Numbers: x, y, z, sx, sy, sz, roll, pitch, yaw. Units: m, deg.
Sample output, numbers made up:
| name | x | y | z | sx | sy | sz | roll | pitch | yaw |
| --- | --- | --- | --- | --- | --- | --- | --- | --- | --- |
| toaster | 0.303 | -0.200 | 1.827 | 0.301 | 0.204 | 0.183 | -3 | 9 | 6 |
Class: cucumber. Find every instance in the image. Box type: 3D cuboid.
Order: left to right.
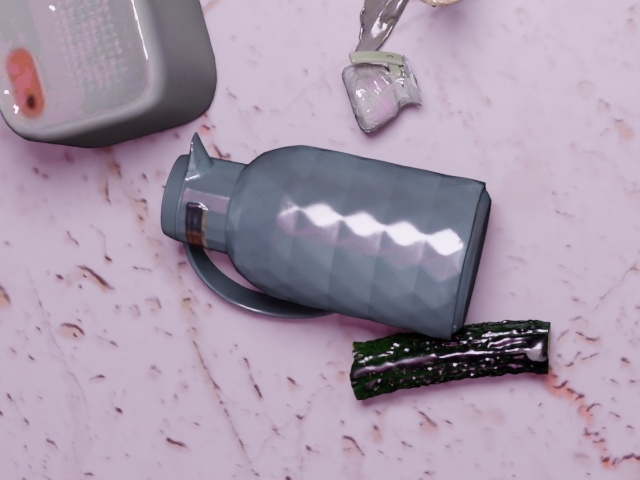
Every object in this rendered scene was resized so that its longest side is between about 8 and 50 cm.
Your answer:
| name | x | y | z | sx | sy | sz | roll | pitch | yaw |
| --- | --- | --- | --- | --- | --- | --- | --- | --- | --- |
| cucumber | 0.120 | 0.106 | 1.516 | 0.187 | 0.058 | 0.058 | -9 | 94 | 8 |

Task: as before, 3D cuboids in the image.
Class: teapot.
| name | x | y | z | sx | sy | sz | roll | pitch | yaw |
| --- | --- | --- | --- | --- | --- | --- | --- | --- | --- |
| teapot | 0.055 | -0.141 | 1.493 | 0.064 | 0.064 | 0.083 | -19 | 137 | 0 |

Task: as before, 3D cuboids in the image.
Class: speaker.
| name | x | y | z | sx | sy | sz | roll | pitch | yaw |
| --- | --- | --- | --- | --- | --- | --- | --- | --- | --- |
| speaker | -0.233 | -0.285 | 1.462 | 0.183 | 0.184 | 0.406 | -15 | 93 | 9 |

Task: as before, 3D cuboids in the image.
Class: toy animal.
| name | x | y | z | sx | sy | sz | roll | pitch | yaw |
| --- | --- | --- | --- | --- | --- | --- | --- | --- | --- |
| toy animal | 0.077 | -0.267 | 1.467 | 0.155 | 0.095 | 0.219 | 3 | 97 | 12 |

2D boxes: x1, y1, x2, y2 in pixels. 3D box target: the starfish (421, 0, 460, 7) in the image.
| name | x | y | z | sx | sy | sz | roll | pitch | yaw |
| --- | --- | --- | --- | --- | --- | --- | --- | --- | --- |
| starfish | 0.133 | -0.343 | 1.419 | 0.302 | 0.060 | 0.299 | 42 | 68 | 12 |

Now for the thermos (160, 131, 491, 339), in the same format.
| name | x | y | z | sx | sy | sz | roll | pitch | yaw |
| --- | --- | --- | --- | --- | --- | --- | --- | --- | --- |
| thermos | 0.000 | 0.000 | 1.488 | 0.286 | 0.145 | 0.182 | 12 | 131 | 9 |
